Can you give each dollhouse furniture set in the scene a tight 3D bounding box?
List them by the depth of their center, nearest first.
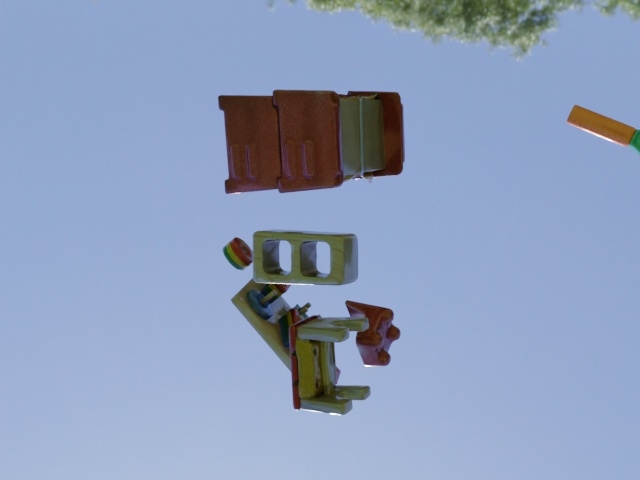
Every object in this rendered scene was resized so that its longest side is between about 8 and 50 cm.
[{"bbox_3d":[0.000,0.000,1.003,0.152,0.374,0.201,2,-172,28],"label":"dollhouse furniture set"}]

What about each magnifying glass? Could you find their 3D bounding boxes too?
[{"bbox_3d":[0.453,-0.132,1.118,0.231,0.026,0.092,27,-89,22],"label":"magnifying glass"}]

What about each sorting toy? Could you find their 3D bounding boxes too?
[{"bbox_3d":[-0.045,0.110,1.149,0.274,0.046,0.132,50,-164,-3],"label":"sorting toy"}]
